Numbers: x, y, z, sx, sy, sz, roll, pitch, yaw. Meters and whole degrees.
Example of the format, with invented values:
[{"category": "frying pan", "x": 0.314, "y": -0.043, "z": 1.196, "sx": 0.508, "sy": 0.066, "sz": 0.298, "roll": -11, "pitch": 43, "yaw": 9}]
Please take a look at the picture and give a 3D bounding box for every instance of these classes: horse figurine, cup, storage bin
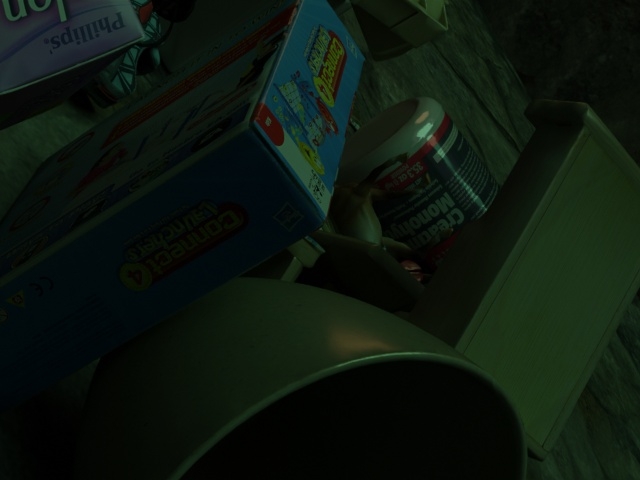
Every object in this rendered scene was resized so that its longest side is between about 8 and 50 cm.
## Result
[{"category": "horse figurine", "x": 0.077, "y": -0.013, "z": 1.591, "sx": 0.263, "sy": 0.174, "sz": 0.066, "roll": 61, "pitch": 27, "yaw": -25}, {"category": "cup", "x": -0.048, "y": 0.159, "z": 0.922, "sx": 0.331, "sy": 0.331, "sz": 0.237, "roll": 38, "pitch": 5, "yaw": -42}, {"category": "storage bin", "x": 0.018, "y": -0.368, "z": 1.470, "sx": 0.262, "sy": 0.123, "sz": 0.260, "roll": 20, "pitch": 47, "yaw": -59}]

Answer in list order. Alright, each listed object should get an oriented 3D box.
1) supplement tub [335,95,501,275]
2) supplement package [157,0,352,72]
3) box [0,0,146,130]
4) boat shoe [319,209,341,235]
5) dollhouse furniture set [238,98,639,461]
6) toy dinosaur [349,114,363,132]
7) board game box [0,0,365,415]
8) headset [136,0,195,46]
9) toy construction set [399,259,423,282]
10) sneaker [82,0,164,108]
[{"category": "supplement tub", "x": 0.153, "y": -0.044, "z": 1.713, "sx": 0.272, "sy": 0.191, "sz": 0.191, "roll": 52, "pitch": 23, "yaw": -16}, {"category": "supplement package", "x": -0.103, "y": -0.331, "z": 1.561, "sx": 0.177, "sy": 0.175, "sz": 0.293, "roll": 60, "pitch": 22, "yaw": 2}, {"category": "box", "x": -0.256, "y": -0.208, "z": 0.879, "sx": 0.117, "sy": 0.213, "sz": 0.243, "roll": -28, "pitch": 97, "yaw": -27}, {"category": "boat shoe", "x": -0.001, "y": 0.000, "z": 1.540, "sx": 0.153, "sy": 0.048, "sz": 0.056, "roll": 66, "pitch": 10, "yaw": 0}, {"category": "dollhouse furniture set", "x": 0.088, "y": 0.009, "z": 1.172, "sx": 0.362, "sy": 0.256, "sz": 0.394, "roll": 42, "pitch": -17, "yaw": -34}, {"category": "toy dinosaur", "x": 0.097, "y": -0.112, "z": 1.866, "sx": 0.268, "sy": 0.064, "sz": 0.118, "roll": 56, "pitch": 28, "yaw": 1}, {"category": "board game box", "x": -0.123, "y": -0.043, "z": 0.965, "sx": 0.086, "sy": 0.308, "sz": 0.302, "roll": 52, "pitch": 23, "yaw": -19}, {"category": "headset", "x": -0.265, "y": -0.267, "z": 1.071, "sx": 0.394, "sy": 0.185, "sz": 0.243, "roll": 14, "pitch": 61, "yaw": -41}, {"category": "toy construction set", "x": 0.216, "y": 0.137, "z": 1.503, "sx": 0.257, "sy": 0.309, "sz": 0.237, "roll": 27, "pitch": 42, "yaw": -40}, {"category": "sneaker", "x": -0.221, "y": -0.232, "z": 1.315, "sx": 0.125, "sy": 0.104, "sz": 0.262, "roll": 57, "pitch": 28, "yaw": -31}]
